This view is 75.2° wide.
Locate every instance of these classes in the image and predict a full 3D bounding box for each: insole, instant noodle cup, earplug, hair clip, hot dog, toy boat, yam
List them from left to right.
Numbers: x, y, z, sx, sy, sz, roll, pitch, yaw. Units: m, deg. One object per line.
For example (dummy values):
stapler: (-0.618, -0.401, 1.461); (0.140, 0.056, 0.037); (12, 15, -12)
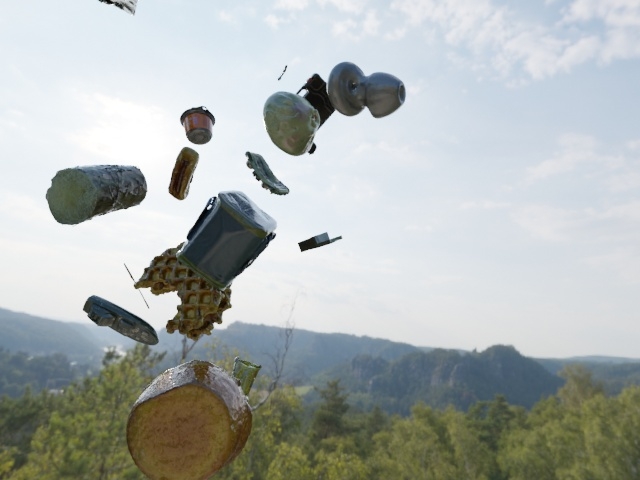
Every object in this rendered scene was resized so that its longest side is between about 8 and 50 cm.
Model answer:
yam: (-0.910, -0.204, 1.731); (0.241, 0.240, 0.348); (-1, 15, 22)
toy boat: (-0.639, 0.267, 1.337); (0.261, 0.078, 0.085); (32, 22, -8)
insole: (-0.837, 0.212, 1.894); (0.009, 0.119, 0.348); (-30, -27, -24)
hot dog: (-0.563, -0.264, 1.692); (0.084, 0.073, 0.242); (27, -60, -5)
instant noodle cup: (-0.620, -0.568, 2.116); (0.178, 0.125, 0.208); (-5, -25, -19)
hair clip: (-0.295, -0.336, 2.181); (0.091, 0.321, 0.138); (-47, -24, 25)
earplug: (0.181, -0.599, 1.668); (0.326, 0.213, 0.175); (8, -1, -11)

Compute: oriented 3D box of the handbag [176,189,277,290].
handbag: (-0.283, -0.011, 1.295); (0.222, 0.241, 0.263); (39, 9, -5)

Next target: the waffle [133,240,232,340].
waffle: (-0.448, 0.162, 1.401); (0.324, 0.261, 0.151); (44, -14, 22)

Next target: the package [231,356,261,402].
package: (-0.413, 0.727, 2.156); (0.169, 0.226, 0.090); (11, -34, 19)

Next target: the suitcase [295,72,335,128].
suitcase: (-0.050, -0.652, 2.049); (0.206, 0.285, 0.066); (41, 4, -23)

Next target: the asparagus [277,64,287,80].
asparagus: (-0.148, -0.654, 1.622); (0.016, 0.013, 0.166); (17, -4, -16)

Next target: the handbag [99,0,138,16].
handbag: (-0.847, -0.899, 1.407); (0.417, 0.179, 0.317); (-6, 15, -27)

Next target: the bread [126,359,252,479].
bread: (-0.338, 0.472, 1.065); (0.313, 0.311, 0.172); (5, -2, 2)

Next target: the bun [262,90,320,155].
bun: (-0.102, -0.517, 1.790); (0.187, 0.292, 0.293); (-16, -26, 35)

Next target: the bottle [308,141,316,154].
bottle: (-0.094, -0.545, 2.232); (0.072, 0.244, 0.082); (-17, -46, -18)

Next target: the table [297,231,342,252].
table: (0.000, 0.000, 2.053); (0.176, 0.062, 0.146); (-20, 0, 28)
